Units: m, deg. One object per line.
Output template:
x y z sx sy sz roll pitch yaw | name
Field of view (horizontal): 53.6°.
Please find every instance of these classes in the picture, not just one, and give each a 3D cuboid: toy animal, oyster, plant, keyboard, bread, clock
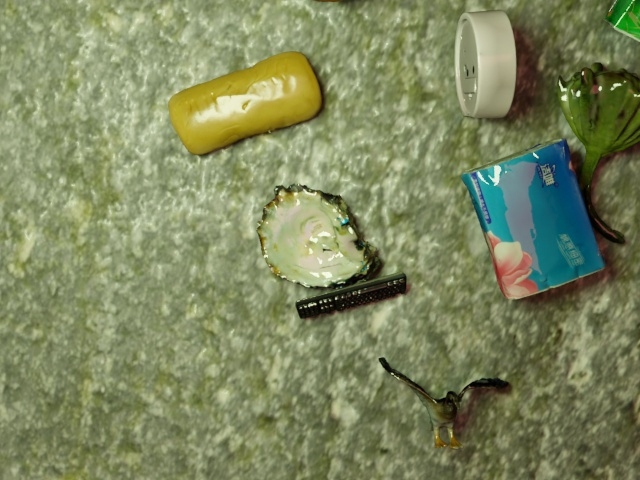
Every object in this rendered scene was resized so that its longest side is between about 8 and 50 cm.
0.261 0.336 1.263 0.273 0.197 0.160 -1 99 -3 | toy animal
0.000 -0.001 1.281 0.260 0.092 0.198 20 96 8 | oyster
0.543 -0.177 1.212 0.251 0.180 0.333 19 100 10 | plant
0.064 0.115 1.287 0.230 0.093 0.025 -15 62 -1 | keyboard
-0.152 -0.270 1.255 0.305 0.091 0.142 -20 90 3 | bread
0.303 -0.325 1.181 0.068 0.197 0.196 -6 96 1 | clock

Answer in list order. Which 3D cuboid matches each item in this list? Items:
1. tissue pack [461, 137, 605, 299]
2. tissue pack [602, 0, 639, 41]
0.417 -0.044 1.237 0.209 0.137 0.269 -19 94 2 | tissue pack
0.650 -0.457 1.150 0.156 0.148 0.209 27 119 0 | tissue pack
